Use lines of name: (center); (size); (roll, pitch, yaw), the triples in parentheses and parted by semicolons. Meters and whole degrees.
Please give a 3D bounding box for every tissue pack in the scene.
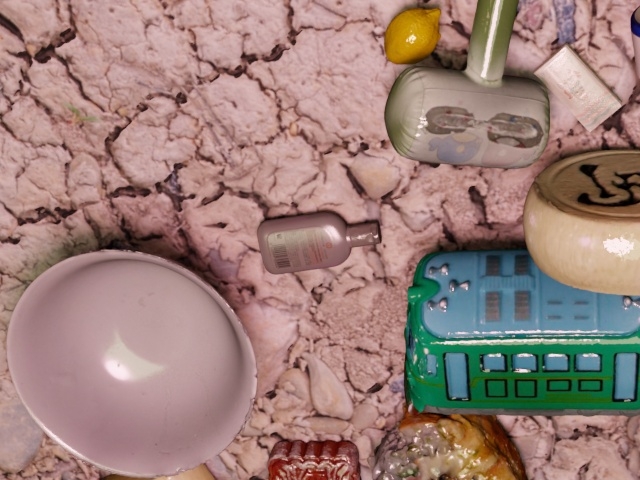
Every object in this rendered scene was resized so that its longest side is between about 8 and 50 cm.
tissue pack: (0.325, -0.193, 1.646); (0.108, 0.023, 0.056); (44, 113, -9)

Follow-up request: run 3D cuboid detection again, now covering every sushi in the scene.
sushi: (0.189, 0.342, 1.828); (0.184, 0.139, 0.274); (-29, 105, 21)

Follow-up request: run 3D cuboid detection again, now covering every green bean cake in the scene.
green bean cake: (-0.007, 0.362, 1.912); (0.136, 0.056, 0.135); (-2, 111, 10)

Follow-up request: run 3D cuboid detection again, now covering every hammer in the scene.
hammer: (0.200, -0.253, 1.577); (0.206, 0.119, 0.335); (4, 108, -21)

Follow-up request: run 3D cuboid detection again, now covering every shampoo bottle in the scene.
shampoo bottle: (0.000, 0.000, 1.768); (0.165, 0.040, 0.080); (-9, 110, 12)

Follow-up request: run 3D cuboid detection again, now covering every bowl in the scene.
bowl: (-0.243, 0.141, 1.801); (0.346, 0.157, 0.345); (3, 112, 7)

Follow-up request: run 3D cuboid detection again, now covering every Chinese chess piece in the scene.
Chinese chess piece: (0.372, -0.026, 1.585); (0.250, 0.250, 0.101); (0, 116, 9)

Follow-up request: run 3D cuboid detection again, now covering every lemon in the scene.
lemon: (0.116, -0.257, 1.632); (0.065, 0.065, 0.092); (44, 112, -10)

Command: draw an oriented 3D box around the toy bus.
toy bus: (0.269, 0.113, 1.671); (0.344, 0.183, 0.199); (-2, 142, 9)

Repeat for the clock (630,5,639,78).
clock: (0.475, -0.236, 1.494); (0.230, 0.230, 0.083); (-7, 116, 11)

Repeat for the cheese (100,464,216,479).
cheese: (-0.236, 0.466, 1.955); (0.242, 0.124, 0.265); (-27, 105, 14)
